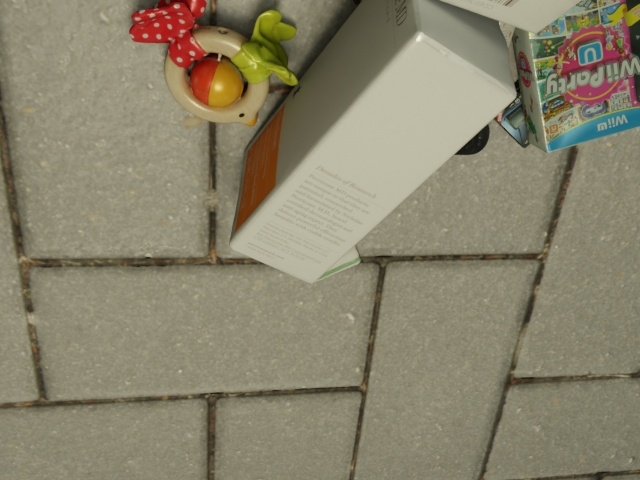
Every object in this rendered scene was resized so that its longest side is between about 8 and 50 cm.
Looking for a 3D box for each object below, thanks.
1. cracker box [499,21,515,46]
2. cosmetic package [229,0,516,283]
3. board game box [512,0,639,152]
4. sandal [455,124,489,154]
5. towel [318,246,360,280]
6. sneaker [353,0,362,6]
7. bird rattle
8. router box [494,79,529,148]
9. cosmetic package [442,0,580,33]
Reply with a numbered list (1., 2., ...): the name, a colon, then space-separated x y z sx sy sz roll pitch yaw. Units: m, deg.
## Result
1. cracker box: 0.214 -0.343 1.059 0.067 0.156 0.232 -24 135 -48
2. cosmetic package: 0.052 -0.161 1.013 0.161 0.230 0.453 26 133 -23
3. board game box: 0.426 -0.319 1.114 0.224 0.097 0.303 -16 110 0
4. sandal: 0.171 -0.176 1.209 0.254 0.054 0.097 -10 121 -5
5. towel: 0.000 0.000 1.305 0.113 0.023 0.152 -24 119 1
6. sneaker: 0.063 -0.445 1.029 0.086 0.064 0.192 -27 122 -3
7. bird rattle: -0.162 -0.264 1.060 0.253 0.143 0.207 7 135 -11
8. router box: 0.366 -0.235 1.220 0.092 0.038 0.122 36 108 -27
9. cosmetic package: 0.222 -0.467 0.812 0.217 0.156 0.385 11 78 -16
